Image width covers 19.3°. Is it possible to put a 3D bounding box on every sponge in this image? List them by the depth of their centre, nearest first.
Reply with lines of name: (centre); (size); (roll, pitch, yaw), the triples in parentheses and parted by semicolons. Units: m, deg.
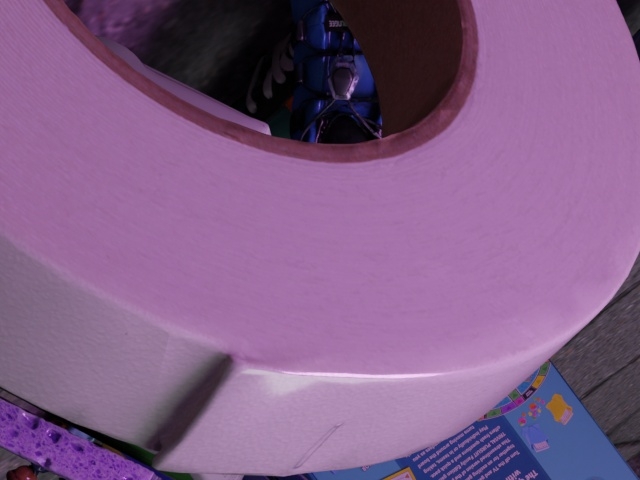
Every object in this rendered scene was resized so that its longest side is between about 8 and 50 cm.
sponge: (-0.205, 0.121, 1.239); (0.031, 0.210, 0.117); (-63, 177, -8)

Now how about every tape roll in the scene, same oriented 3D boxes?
tape roll: (-0.045, -0.093, 0.735); (0.392, 0.392, 0.072); (-13, 153, -42)

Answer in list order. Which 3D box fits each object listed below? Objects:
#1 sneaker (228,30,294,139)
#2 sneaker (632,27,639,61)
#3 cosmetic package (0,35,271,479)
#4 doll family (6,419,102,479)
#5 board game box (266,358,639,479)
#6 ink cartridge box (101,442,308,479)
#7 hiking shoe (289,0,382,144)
sneaker: (0.023, -0.131, 1.197); (0.302, 0.108, 0.121); (-27, 123, 35)
sneaker: (0.325, -0.136, 1.487); (0.323, 0.130, 0.236); (-35, 158, -34)
cosmetic package: (-0.125, 0.018, 1.124); (0.155, 0.197, 0.365); (-61, 165, -13)
doll family: (-0.204, 0.182, 1.640); (0.111, 0.076, 0.193); (-33, 147, 7)
board game box: (0.087, 0.166, 1.572); (0.253, 0.336, 0.079); (-31, 171, -30)
ink cartridge box: (-0.058, 0.269, 1.552); (0.072, 0.303, 0.307); (-38, 148, -24)
hiking shoe: (0.034, -0.094, 1.060); (0.113, 0.132, 0.304); (-2, 123, 13)
